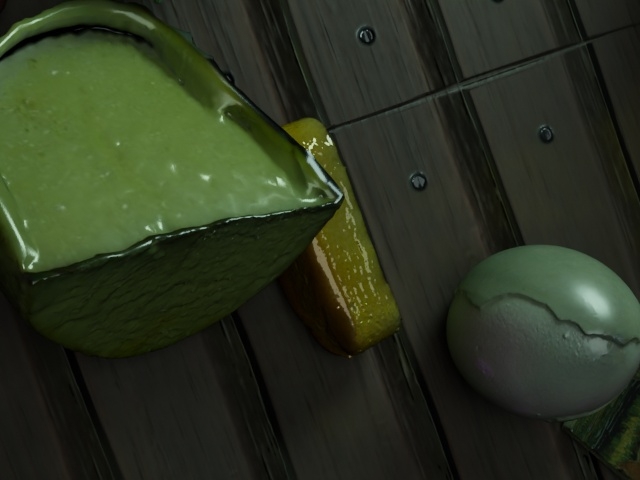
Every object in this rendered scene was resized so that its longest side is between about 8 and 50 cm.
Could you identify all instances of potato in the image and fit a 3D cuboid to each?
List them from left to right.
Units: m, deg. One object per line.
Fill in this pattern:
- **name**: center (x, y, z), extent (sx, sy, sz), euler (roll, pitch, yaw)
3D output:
- **potato**: center (-0.206, -0.055, 1.184), extent (0.330, 0.212, 0.280), euler (-17, 67, -36)

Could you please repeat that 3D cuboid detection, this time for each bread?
- **bread**: center (0.000, 0.000, 1.283), extent (0.094, 0.102, 0.245), euler (-23, 95, -22)

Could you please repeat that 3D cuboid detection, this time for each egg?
- **egg**: center (0.234, 0.093, 1.296), extent (0.183, 0.217, 0.183), euler (1, 87, -22)

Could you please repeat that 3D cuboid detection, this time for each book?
- **book**: center (0.397, 0.217, 1.445), extent (0.228, 0.024, 0.160), euler (40, 72, -12)

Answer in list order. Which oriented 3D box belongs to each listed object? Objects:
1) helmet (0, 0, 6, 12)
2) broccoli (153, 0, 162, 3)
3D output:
- **helmet**: center (-0.325, -0.236, 1.215), extent (0.065, 0.049, 0.084), euler (4, 54, 14)
- **broccoli**: center (-0.190, -0.427, 1.170), extent (0.277, 0.317, 0.338), euler (2, 50, -11)
